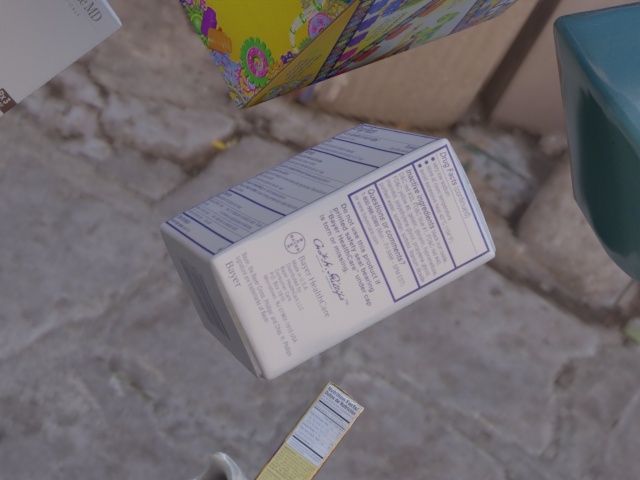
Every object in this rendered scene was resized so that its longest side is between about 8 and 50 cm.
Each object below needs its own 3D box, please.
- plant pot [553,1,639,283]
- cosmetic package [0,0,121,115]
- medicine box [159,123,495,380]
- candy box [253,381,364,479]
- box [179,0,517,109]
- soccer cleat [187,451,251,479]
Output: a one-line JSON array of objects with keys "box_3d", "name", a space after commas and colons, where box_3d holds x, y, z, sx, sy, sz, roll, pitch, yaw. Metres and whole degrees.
[{"box_3d": [0.275, -0.064, 1.023, 0.166, 0.165, 0.234, -9, 26, 6], "name": "plant pot"}, {"box_3d": [-0.302, -0.173, 1.227, 0.085, 0.231, 0.117, 54, 0, 34], "name": "cosmetic package"}, {"box_3d": [0.000, 0.000, 1.561, 0.289, 0.149, 0.263, -27, 15, -12], "name": "medicine box"}, {"box_3d": [-0.033, 0.248, 1.523, 0.053, 0.109, 0.186, 38, 70, 5], "name": "candy box"}, {"box_3d": [0.017, -0.286, 0.971, 0.279, 0.177, 0.290, -25, 83, -39], "name": "box"}, {"box_3d": [-0.197, 0.291, 1.218, 0.331, 0.143, 0.116, -29, 49, -18], "name": "soccer cleat"}]
